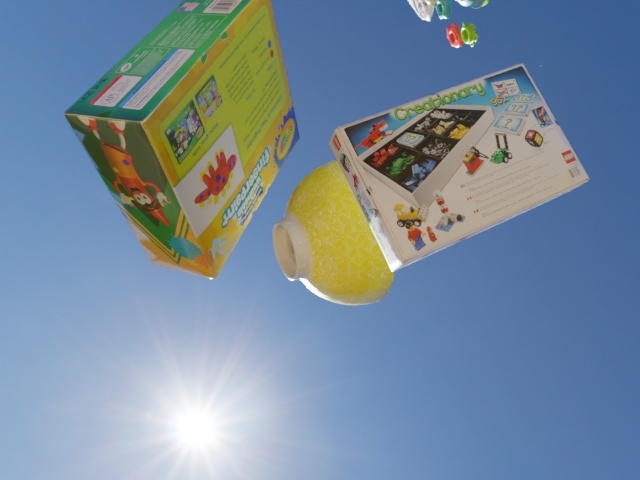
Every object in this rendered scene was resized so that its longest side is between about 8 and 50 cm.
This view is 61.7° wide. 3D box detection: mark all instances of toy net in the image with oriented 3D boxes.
[{"bbox_3d":[0.214,-0.398,0.908,0.045,0.232,0.122,-22,-62,-5],"label":"toy net"}]

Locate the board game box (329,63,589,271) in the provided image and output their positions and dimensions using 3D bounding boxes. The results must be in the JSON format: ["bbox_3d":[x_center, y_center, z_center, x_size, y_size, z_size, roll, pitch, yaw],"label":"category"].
[{"bbox_3d":[0.188,-0.106,0.720,0.305,0.053,0.193,-22,-100,-16],"label":"board game box"}]

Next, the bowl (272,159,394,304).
[{"bbox_3d":[0.000,0.000,1.030,0.289,0.155,0.290,47,-35,49],"label":"bowl"}]

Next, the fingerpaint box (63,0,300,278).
[{"bbox_3d":[-0.221,-0.218,1.043,0.163,0.445,0.371,10,-38,20],"label":"fingerpaint box"}]
